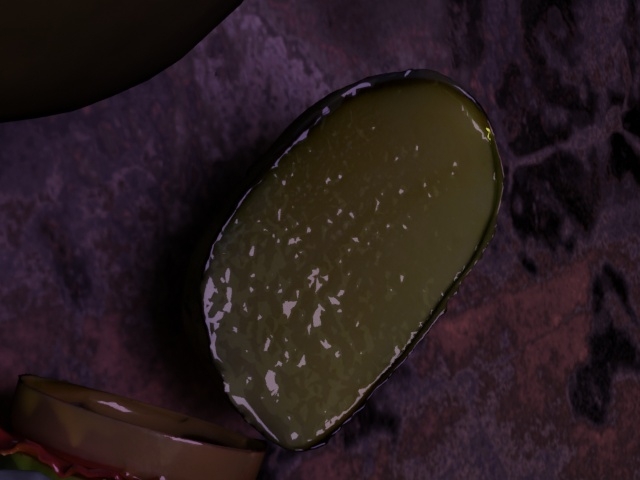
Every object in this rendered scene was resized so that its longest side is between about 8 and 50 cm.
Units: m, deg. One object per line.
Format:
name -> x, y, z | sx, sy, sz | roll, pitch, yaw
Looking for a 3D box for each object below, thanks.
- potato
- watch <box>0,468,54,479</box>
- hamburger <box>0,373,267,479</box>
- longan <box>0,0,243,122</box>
potato -> 0.000, 0.000, 0.848 | 0.160, 0.111, 0.272 | 49, 66, -21
watch -> -0.109, 0.197, 0.445 | 0.253, 0.162, 0.241 | 12, 35, -14
hamburger -> -0.110, 0.153, 0.677 | 0.175, 0.175, 0.137 | 20, 82, -43
longan -> -0.178, -0.209, 0.539 | 0.404, 0.336, 0.405 | -31, 142, -29
